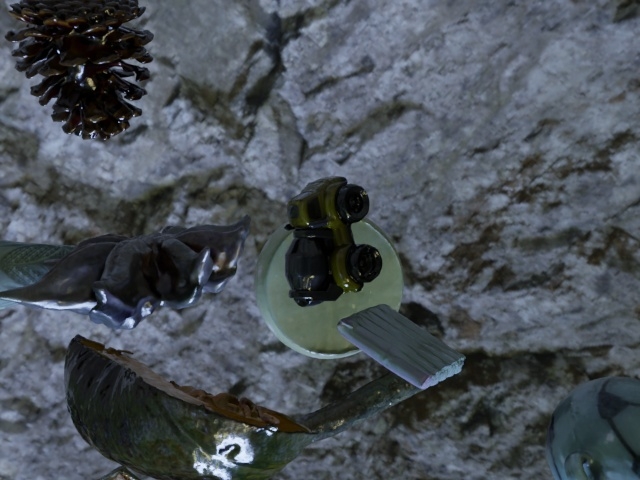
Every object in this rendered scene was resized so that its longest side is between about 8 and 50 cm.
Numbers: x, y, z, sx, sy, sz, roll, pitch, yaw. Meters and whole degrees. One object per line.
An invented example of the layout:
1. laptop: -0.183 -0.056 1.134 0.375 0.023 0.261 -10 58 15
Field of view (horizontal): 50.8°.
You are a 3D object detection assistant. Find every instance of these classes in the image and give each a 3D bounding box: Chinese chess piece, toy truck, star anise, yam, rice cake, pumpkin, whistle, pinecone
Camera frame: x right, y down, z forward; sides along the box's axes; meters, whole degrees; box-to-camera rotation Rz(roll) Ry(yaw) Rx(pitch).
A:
1. Chinese chess piece: 0.019 0.098 1.570 0.349 0.349 0.146 -57 -167 -4
2. toy truck: 0.000 0.000 1.231 0.147 0.165 0.225 -2 -81 54
3. star anise: -0.137 0.024 0.509 0.204 0.180 0.061 -143 -134 -77
4. yam: 0.068 0.285 1.166 0.273 0.061 0.061 -20 -167 -28
5. rice cake: 0.139 0.178 1.166 0.198 0.189 0.037 30 -71 27
6. pumpkin: -0.149 0.184 0.647 0.163 0.278 0.111 116 -4 -77
7. whistle: 0.338 0.218 0.723 0.163 0.289 0.164 2 -87 45
8. pinecone: -0.403 -0.305 1.170 0.246 0.246 0.292 -90 178 -53

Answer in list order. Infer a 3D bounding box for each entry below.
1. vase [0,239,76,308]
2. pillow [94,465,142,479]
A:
1. vase: -0.339 0.040 0.872 0.096 0.219 0.096 1 -88 50
2. pillow: -0.358 0.542 1.379 0.126 0.232 0.043 -30 -148 31
